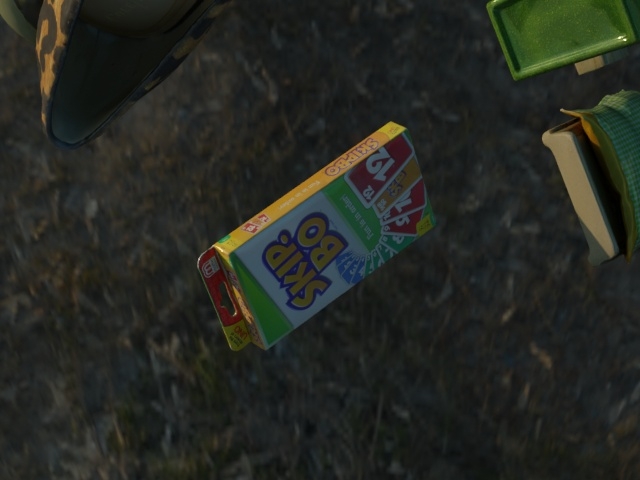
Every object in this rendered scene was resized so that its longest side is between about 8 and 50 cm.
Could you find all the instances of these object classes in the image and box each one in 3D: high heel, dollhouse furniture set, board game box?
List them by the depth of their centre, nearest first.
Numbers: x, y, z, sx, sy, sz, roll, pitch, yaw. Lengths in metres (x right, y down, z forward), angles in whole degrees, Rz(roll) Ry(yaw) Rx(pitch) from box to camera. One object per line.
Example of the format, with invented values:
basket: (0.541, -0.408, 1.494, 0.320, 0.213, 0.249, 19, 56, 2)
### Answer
high heel: (-0.057, -0.106, 0.664, 0.093, 0.261, 0.186, 20, 97, -17)
board game box: (0.000, 0.000, 1.643, 0.259, 0.124, 0.039, -34, 36, -21)
dollhouse furniture set: (0.324, -0.144, 1.653, 0.197, 0.151, 0.302, -25, 95, -48)

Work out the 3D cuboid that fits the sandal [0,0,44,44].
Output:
sandal: (-0.170, -0.236, 0.875, 0.086, 0.120, 0.303, -22, 64, 35)
